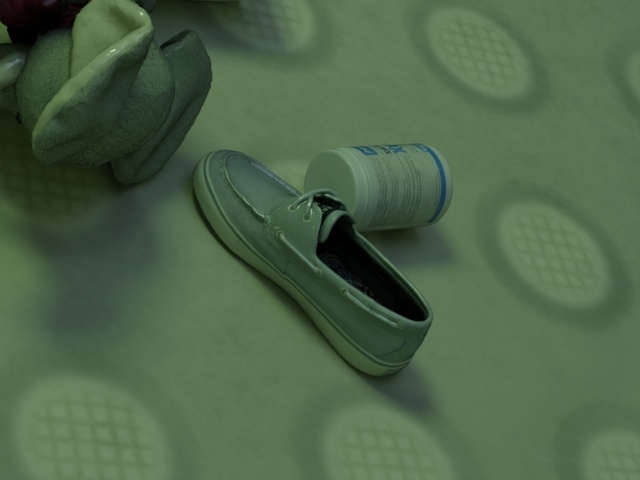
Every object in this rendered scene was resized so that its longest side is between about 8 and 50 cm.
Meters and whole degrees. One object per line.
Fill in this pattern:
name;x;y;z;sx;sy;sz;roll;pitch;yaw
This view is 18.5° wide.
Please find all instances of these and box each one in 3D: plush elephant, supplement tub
plush elephant;-0.190;-0.165;1.425;0.330;0.272;0.255;9;79;14
supplement tub;0.048;-0.043;1.591;0.107;0.071;0.071;-5;55;-40

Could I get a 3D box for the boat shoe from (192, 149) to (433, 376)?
boat shoe;0.000;0.001;1.505;0.227;0.081;0.079;46;40;9
